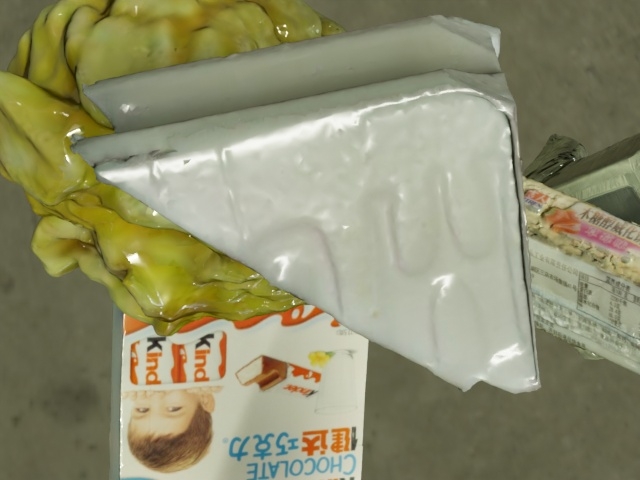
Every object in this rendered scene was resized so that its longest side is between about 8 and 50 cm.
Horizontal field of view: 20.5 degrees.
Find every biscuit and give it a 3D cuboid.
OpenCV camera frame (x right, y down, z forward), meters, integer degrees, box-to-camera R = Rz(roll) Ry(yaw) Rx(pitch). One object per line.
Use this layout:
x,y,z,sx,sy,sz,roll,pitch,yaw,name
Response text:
0.229,0.033,1.575,0.309,0.079,0.186,23,147,26,biscuit

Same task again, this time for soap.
0.000,0.000,1.222,0.302,0.159,0.257,-10,118,-3,soap

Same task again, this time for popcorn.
-0.116,-0.080,1.475,0.294,0.292,0.334,-34,134,-29,popcorn

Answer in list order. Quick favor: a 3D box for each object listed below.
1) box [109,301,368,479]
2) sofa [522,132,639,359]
-0.083,0.157,1.836,0.273,0.048,0.264,-3,105,-22,box
0.317,-0.016,1.729,0.225,0.176,0.210,-26,101,44,sofa
